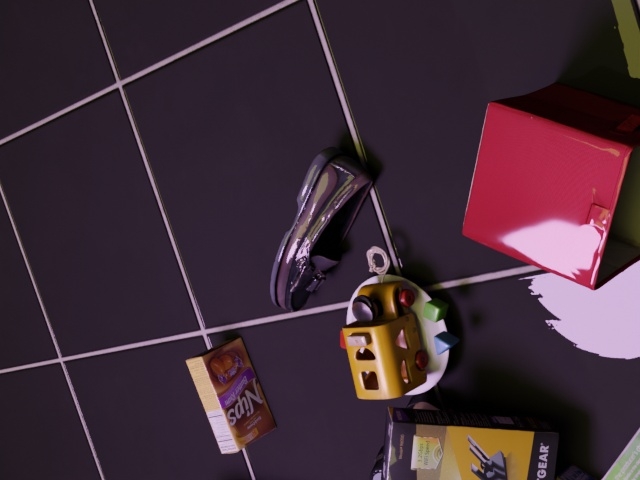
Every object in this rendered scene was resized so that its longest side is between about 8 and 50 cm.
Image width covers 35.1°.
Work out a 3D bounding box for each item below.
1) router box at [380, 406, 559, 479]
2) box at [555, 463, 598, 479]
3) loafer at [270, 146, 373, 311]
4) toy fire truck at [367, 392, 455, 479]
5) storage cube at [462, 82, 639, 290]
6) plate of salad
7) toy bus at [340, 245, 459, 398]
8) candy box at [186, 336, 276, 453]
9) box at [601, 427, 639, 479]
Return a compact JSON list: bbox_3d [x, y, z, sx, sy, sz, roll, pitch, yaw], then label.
[{"bbox_3d":[0.208,0.408,1.490,0.243,0.081,0.308,3,98,-2],"label":"router box"},{"bbox_3d":[0.416,0.399,1.464,0.169,0.054,0.059,31,123,28],"label":"box"},{"bbox_3d":[0.000,0.000,1.640,0.095,0.109,0.302,31,120,23],"label":"loafer"},{"bbox_3d":[0.202,0.401,1.601,0.246,0.158,0.217,29,129,6],"label":"toy fire truck"},{"bbox_3d":[0.320,-0.075,1.290,0.193,0.184,0.214,26,120,32],"label":"storage cube"},{"bbox_3d":[0.126,0.149,1.620,0.200,0.048,0.199,14,112,37],"label":"plate of salad"},{"bbox_3d":[0.087,0.145,1.549,0.202,0.104,0.191,41,126,24],"label":"toy bus"},{"bbox_3d":[-0.163,0.285,1.869,0.053,0.109,0.186,-18,94,42],"label":"candy box"},{"bbox_3d":[0.555,0.348,1.330,0.322,0.058,0.232,38,126,22],"label":"box"}]
